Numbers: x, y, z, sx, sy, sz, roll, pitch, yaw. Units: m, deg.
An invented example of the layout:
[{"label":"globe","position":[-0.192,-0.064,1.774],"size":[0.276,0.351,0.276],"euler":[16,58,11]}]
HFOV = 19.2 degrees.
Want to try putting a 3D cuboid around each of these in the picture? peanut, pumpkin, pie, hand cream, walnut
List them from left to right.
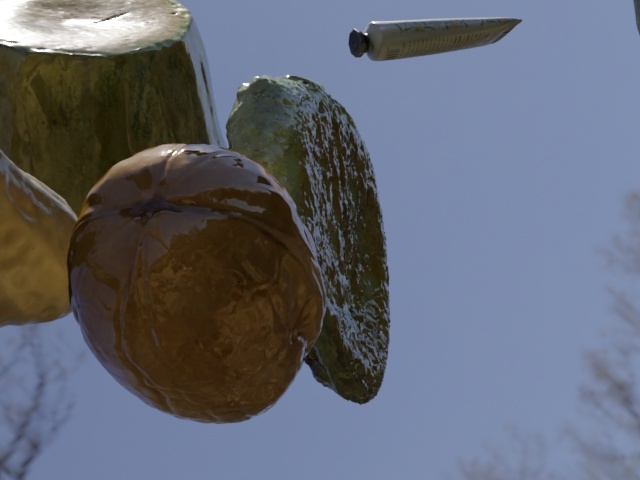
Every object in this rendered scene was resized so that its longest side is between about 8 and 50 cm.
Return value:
[{"label":"peanut","position":[-0.306,-0.024,1.509],"size":[0.152,0.152,0.313],"euler":[-47,-43,-3]},{"label":"pumpkin","position":[-0.272,-0.163,2.049],"size":[0.332,0.332,0.199],"euler":[-26,-54,-36]},{"label":"walnut","position":[-0.088,0.031,1.372],"size":[0.193,0.193,0.226],"euler":[-45,-25,-6]},{"label":"pie","position":[0.000,0.000,1.704],"size":[0.070,0.323,0.323],"euler":[-12,-21,17]},{"label":"hand cream","position":[0.122,-0.222,2.048],"size":[0.194,0.042,0.067],"euler":[-8,-19,-26]}]

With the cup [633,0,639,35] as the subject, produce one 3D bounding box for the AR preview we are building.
[{"label":"cup","position":[0.455,-0.306,1.563],"size":[0.310,0.392,0.401],"euler":[-2,-74,-31]}]
